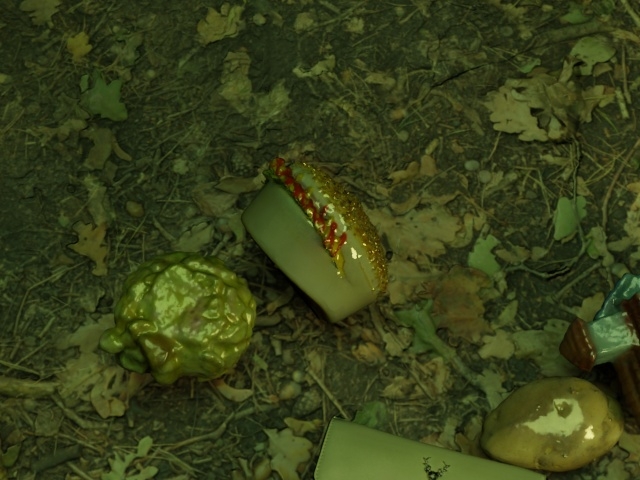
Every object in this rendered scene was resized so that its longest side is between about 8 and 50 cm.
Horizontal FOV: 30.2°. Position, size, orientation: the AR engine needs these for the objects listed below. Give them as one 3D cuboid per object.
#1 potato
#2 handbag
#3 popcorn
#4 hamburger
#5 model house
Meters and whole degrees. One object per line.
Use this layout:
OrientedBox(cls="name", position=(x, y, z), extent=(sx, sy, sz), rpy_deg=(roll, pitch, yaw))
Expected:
OrientedBox(cls="potato", position=(0.380, 0.294, 1.940), extent=(0.235, 0.128, 0.161), rpy_deg=(3, 56, 6))
OrientedBox(cls="handbag", position=(0.156, 0.428, 1.846), extent=(0.359, 0.160, 0.236), rpy_deg=(14, 55, 6))
OrientedBox(cls="popcorn", position=(-0.233, 0.139, 1.962), extent=(0.259, 0.212, 0.259), rpy_deg=(-1, 67, 3))
OrientedBox(cls="hamburger", position=(0.000, 0.000, 2.003), extent=(0.179, 0.294, 0.276), rpy_deg=(-39, 56, -4))
OrientedBox(cls="model house", position=(0.560, 0.199, 1.944), extent=(0.329, 0.251, 0.294), rpy_deg=(-17, 65, -4))
